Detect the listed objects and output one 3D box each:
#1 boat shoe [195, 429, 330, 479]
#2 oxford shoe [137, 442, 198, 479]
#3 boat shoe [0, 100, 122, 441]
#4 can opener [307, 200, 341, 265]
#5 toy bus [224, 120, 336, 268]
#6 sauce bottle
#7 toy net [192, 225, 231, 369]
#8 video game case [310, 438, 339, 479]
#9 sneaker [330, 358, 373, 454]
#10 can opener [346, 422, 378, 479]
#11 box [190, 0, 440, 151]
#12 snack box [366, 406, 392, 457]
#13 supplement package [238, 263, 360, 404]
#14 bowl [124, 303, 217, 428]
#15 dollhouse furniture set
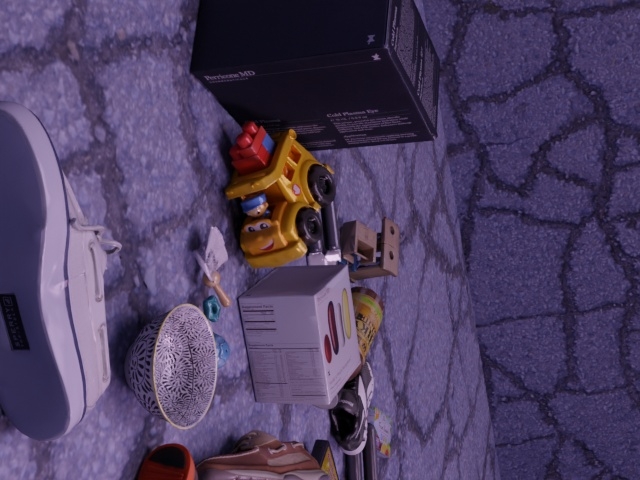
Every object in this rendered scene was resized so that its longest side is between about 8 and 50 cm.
[{"bbox_3d":[-0.109,0.381,1.375,0.324,0.123,0.116,30,25,-55],"label":"boat shoe"},{"bbox_3d":[-0.212,0.410,1.101,0.098,0.097,0.271,74,23,-43],"label":"oxford shoe"},{"bbox_3d":[-0.288,0.024,0.916,0.156,0.136,0.367,-44,129,-63],"label":"boat shoe"},{"bbox_3d":[0.000,0.000,1.787,0.093,0.074,0.280,-152,-125,-74],"label":"can opener"},{"bbox_3d":[-0.093,-0.093,1.457,0.211,0.149,0.220,51,41,-36],"label":"toy bus"},{"bbox_3d":[0.052,0.230,1.796,0.344,0.111,0.111,-61,142,-55],"label":"sauce bottle"},{"bbox_3d":[-0.184,0.093,1.304,0.122,0.045,0.232,10,75,-67],"label":"toy net"},{"bbox_3d":[-0.005,0.583,1.658,0.248,0.035,0.274,-65,150,-51],"label":"video game case"},{"bbox_3d":[0.068,0.355,1.859,0.106,0.078,0.234,46,46,-63],"label":"sneaker"},{"bbox_3d":[0.093,0.564,1.931,0.095,0.076,0.283,157,-70,-78],"label":"can opener"},{"bbox_3d":[0.006,-0.306,1.451,0.312,0.343,0.179,44,47,-61],"label":"box"},{"bbox_3d":[0.141,0.481,2.082,0.141,0.037,0.100,48,41,-58],"label":"snack box"},{"bbox_3d":[-0.032,0.168,1.534,0.194,0.149,0.203,-40,124,-65],"label":"supplement package"},{"bbox_3d":[-0.216,0.173,1.147,0.170,0.080,0.170,-5,90,-69],"label":"bowl"},{"bbox_3d":[0.080,0.004,1.911,0.184,0.129,0.129,29,58,-48],"label":"dollhouse furniture set"}]
